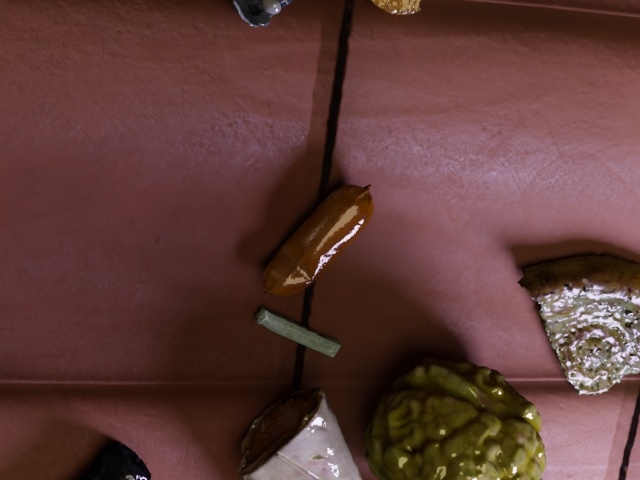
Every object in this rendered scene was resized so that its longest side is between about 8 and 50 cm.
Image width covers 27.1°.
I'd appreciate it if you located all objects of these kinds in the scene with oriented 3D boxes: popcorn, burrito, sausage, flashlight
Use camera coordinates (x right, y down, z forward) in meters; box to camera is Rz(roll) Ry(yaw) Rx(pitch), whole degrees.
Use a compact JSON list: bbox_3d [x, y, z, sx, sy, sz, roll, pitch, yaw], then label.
[{"bbox_3d":[0.177,0.257,1.676,0.259,0.259,0.212,12,92,-20],"label":"popcorn"},{"bbox_3d":[-0.006,0.319,1.689,0.143,0.105,0.299,-13,120,22],"label":"burrito"},{"bbox_3d":[0.000,0.000,1.603,0.062,0.054,0.183,42,99,7],"label":"sausage"},{"bbox_3d":[-0.306,0.350,1.641,0.232,0.093,0.093,-47,116,-1],"label":"flashlight"}]

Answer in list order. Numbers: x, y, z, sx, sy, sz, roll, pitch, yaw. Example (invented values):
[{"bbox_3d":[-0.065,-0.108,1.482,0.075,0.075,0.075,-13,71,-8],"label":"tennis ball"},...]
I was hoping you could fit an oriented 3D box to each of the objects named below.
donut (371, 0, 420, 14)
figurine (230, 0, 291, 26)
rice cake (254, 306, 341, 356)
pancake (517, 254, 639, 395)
[{"bbox_3d":[0.091,-0.315,1.509,0.097,0.043,0.108,34,100,-25],"label":"donut"},{"bbox_3d":[-0.061,-0.284,1.461,0.082,0.094,0.086,-25,88,35],"label":"figurine"},{"bbox_3d":[-0.028,0.115,1.658,0.121,0.021,0.022,26,97,-25],"label":"rice cake"},{"bbox_3d":[0.400,0.129,1.768,0.376,0.054,0.197,24,104,-22],"label":"pancake"}]
